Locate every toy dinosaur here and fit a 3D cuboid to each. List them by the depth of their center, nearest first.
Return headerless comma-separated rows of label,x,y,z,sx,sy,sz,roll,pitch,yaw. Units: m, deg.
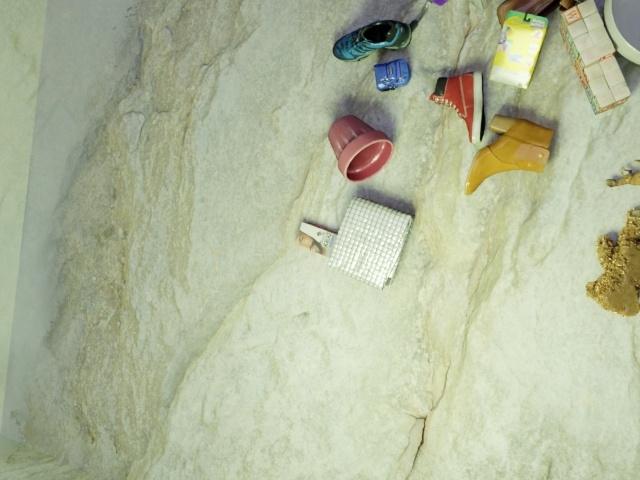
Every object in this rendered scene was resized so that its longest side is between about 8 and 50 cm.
toy dinosaur,0.980,-0.189,1.624,0.212,0.064,0.112,8,113,30

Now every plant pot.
plant pot,0.124,-0.332,1.886,0.201,0.201,0.180,-44,61,17

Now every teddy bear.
teddy bear,0.944,0.065,1.626,0.245,0.113,0.337,11,88,14

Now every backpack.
backpack,0.250,-0.572,1.868,0.120,0.101,0.097,-6,96,18

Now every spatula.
spatula,0.344,-0.773,1.859,0.084,0.030,0.296,44,106,10

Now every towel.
towel,0.182,0.008,1.906,0.235,0.121,0.283,21,99,16

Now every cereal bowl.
cereal bowl,0.972,-0.647,1.538,0.339,0.141,0.338,0,87,6

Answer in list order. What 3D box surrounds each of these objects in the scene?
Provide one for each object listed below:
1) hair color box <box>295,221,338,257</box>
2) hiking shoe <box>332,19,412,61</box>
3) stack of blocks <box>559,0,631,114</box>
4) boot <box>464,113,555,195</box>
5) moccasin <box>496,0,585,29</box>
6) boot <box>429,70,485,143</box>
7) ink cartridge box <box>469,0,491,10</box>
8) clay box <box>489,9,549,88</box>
hair color box,0.000,0.000,2.010,0.167,0.053,0.093,20,100,21
hiking shoe,0.157,-0.704,1.866,0.304,0.132,0.113,-5,88,35
stack of blocks,0.814,-0.539,1.608,0.087,0.171,0.297,-22,84,21
boot,0.608,-0.250,1.736,0.211,0.104,0.295,25,97,19
moccasin,0.738,-0.747,1.647,0.380,0.139,0.146,-25,84,21
boot,0.454,-0.433,1.801,0.176,0.088,0.244,-3,83,22
ink cartridge box,0.550,-0.909,1.670,0.129,0.223,0.307,43,106,15
clay box,0.620,-0.598,1.685,0.128,0.053,0.222,22,134,19
